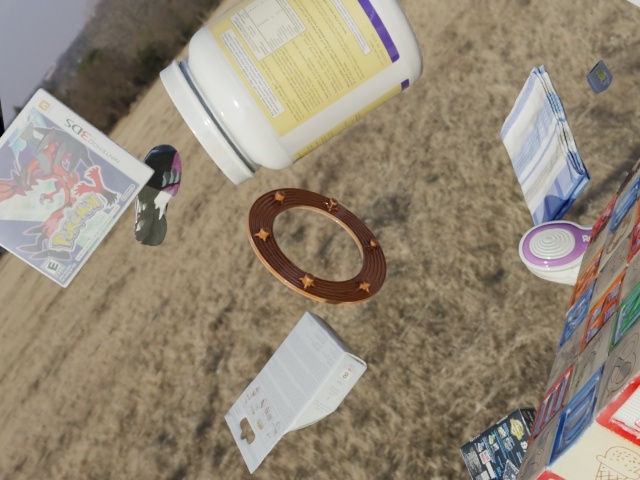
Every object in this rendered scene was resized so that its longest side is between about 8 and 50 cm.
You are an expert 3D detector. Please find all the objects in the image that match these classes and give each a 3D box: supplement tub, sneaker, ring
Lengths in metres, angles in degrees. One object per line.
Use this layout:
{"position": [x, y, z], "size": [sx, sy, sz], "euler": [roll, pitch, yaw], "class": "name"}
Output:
{"position": [-0.043, -0.256, 1.082], "size": [0.331, 0.241, 0.241], "euler": [-33, 21, 3], "class": "supplement tub"}
{"position": [-0.282, -0.084, 1.217], "size": [0.178, 0.072, 0.077], "euler": [-67, 27, 25], "class": "sneaker"}
{"position": [0.000, 0.000, 1.584], "size": [0.032, 0.337, 0.336], "euler": [-58, 13, 37], "class": "ring"}
{"position": [0.506, 0.017, 1.262], "size": [0.305, 0.152, 0.114], "euler": [-1, 69, 19], "class": "sneaker"}

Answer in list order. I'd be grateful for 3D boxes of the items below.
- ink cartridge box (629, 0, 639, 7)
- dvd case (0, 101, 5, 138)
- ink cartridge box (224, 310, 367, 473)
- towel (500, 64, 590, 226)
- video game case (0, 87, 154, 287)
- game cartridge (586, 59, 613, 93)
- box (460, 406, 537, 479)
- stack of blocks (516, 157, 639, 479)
{"position": [0.387, -0.371, 0.831], "size": [0.224, 0.056, 0.180], "euler": [-100, 18, -57], "class": "ink cartridge box"}
{"position": [-0.528, -0.094, 1.063], "size": [0.180, 0.022, 0.252], "euler": [-22, 71, 20], "class": "dvd case"}
{"position": [-0.044, 0.243, 1.166], "size": [0.232, 0.066, 0.189], "euler": [-56, 25, 1], "class": "ink cartridge box"}
{"position": [0.426, -0.170, 1.412], "size": [0.209, 0.034, 0.284], "euler": [105, 160, -55], "class": "towel"}
{"position": [-0.358, -0.069, 0.976], "size": [0.201, 0.183, 0.023], "euler": [-54, 14, -3], "class": "video game case"}
{"position": [0.635, -0.369, 1.651], "size": [0.017, 0.056, 0.083], "euler": [-17, 24, 52], "class": "game cartridge"}
{"position": [0.363, 0.440, 1.320], "size": [0.175, 0.051, 0.220], "euler": [-51, 46, 38], "class": "box"}
{"position": [0.217, 0.023, 0.418], "size": [0.297, 0.087, 0.171], "euler": [-50, -14, -49], "class": "stack of blocks"}
